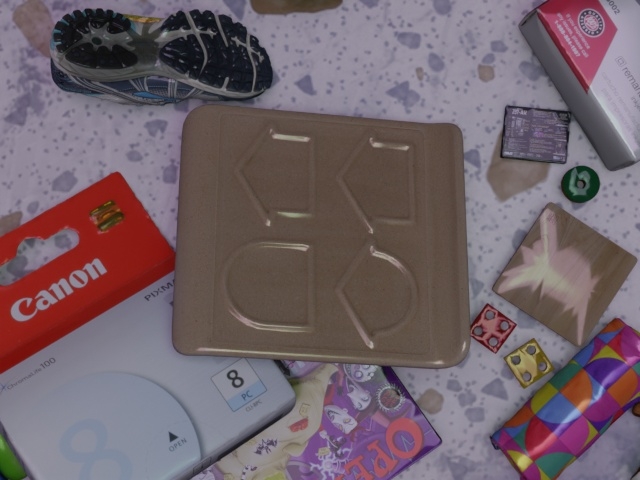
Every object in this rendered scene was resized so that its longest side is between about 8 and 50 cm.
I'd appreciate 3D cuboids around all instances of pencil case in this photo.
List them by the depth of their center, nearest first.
[{"bbox_3d":[0.317,0.204,1.700,0.236,0.104,0.104,-44,88,2],"label":"pencil case"}]

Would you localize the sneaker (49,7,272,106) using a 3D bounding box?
[{"bbox_3d":[-0.202,-0.220,1.727,0.283,0.122,0.110,7,66,-18],"label":"sneaker"}]

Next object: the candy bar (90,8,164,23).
[{"bbox_3d":[-0.217,-0.268,1.763,0.161,0.018,0.040,6,92,1],"label":"candy bar"}]

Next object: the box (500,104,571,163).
[{"bbox_3d":[0.272,-0.134,1.745,0.083,0.018,0.067,5,89,2],"label":"box"}]

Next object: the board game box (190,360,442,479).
[{"bbox_3d":[-0.046,0.266,1.733,0.346,0.056,0.208,-35,92,0],"label":"board game box"}]

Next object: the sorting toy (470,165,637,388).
[{"bbox_3d":[0.298,0.050,1.726,0.132,0.046,0.275,33,89,2],"label":"sorting toy"}]

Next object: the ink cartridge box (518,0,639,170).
[{"bbox_3d":[0.433,-0.259,1.682,0.306,0.131,0.226,-33,88,-1],"label":"ink cartridge box"}]

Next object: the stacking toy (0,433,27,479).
[{"bbox_3d":[-0.381,0.244,1.704,0.330,0.141,0.141,-22,88,-3],"label":"stacking toy"}]

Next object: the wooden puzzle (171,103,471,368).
[{"bbox_3d":[0.000,0.000,1.672,0.347,0.080,0.322,2,67,-5],"label":"wooden puzzle"}]

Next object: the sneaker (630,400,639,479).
[{"bbox_3d":[0.451,0.326,1.694,0.123,0.106,0.290,-13,78,5],"label":"sneaker"}]

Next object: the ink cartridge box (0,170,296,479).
[{"bbox_3d":[-0.261,0.124,1.650,0.308,0.091,0.385,-32,79,-20],"label":"ink cartridge box"}]
